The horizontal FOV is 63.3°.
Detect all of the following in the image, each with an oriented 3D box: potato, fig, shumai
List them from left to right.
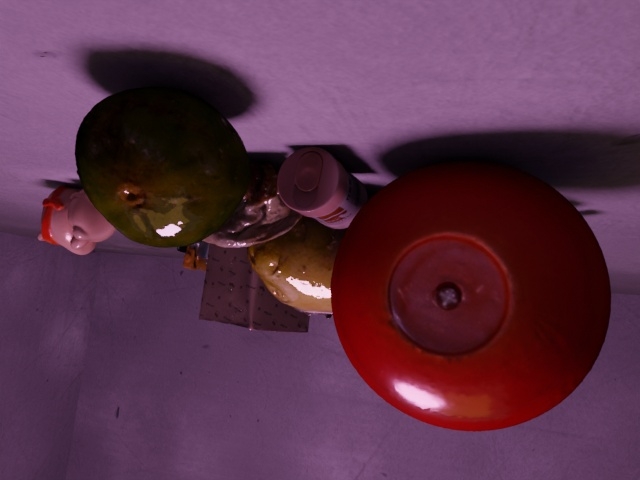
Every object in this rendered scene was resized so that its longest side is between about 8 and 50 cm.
[{"bbox_3d":[-0.185,-0.100,0.631,0.196,0.195,0.245,8,-155,-13],"label":"fig"},{"bbox_3d":[-0.123,-0.074,0.866,0.201,0.120,0.201,-11,-149,7],"label":"shumai"},{"bbox_3d":[0.000,0.000,0.981,0.300,0.246,0.196,-16,139,20],"label":"potato"}]

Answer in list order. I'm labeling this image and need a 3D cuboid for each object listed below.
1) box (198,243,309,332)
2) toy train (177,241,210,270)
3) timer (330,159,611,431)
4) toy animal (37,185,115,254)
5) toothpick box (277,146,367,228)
[{"bbox_3d":[-0.154,0.079,1.341,0.191,0.296,0.225,0,170,37],"label":"box"},{"bbox_3d":[-0.285,0.025,1.604,0.232,0.163,0.369,11,177,35],"label":"toy train"},{"bbox_3d":[0.200,0.075,0.741,0.378,0.377,0.279,3,174,23],"label":"timer"},{"bbox_3d":[-0.571,-0.054,1.228,0.198,0.171,0.171,-2,169,33],"label":"toy animal"},{"bbox_3d":[0.007,-0.077,0.810,0.099,0.098,0.149,3,173,22],"label":"toothpick box"}]
